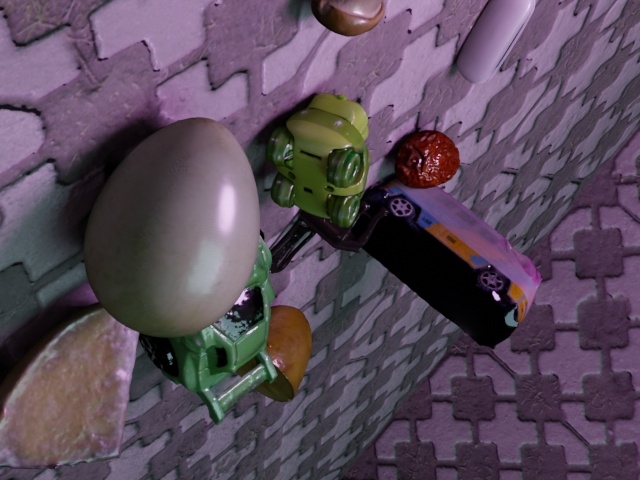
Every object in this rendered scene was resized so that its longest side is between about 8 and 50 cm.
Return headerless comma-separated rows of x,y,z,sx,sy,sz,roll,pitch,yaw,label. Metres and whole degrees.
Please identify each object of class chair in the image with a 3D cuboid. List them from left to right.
0.000,0.000,1.740,0.229,0.113,0.106,-54,156,12,chair

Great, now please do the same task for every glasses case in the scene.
0.308,-0.364,1.691,0.049,0.074,0.193,-16,143,-47,glasses case

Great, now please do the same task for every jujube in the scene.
0.208,-0.156,1.850,0.112,0.109,0.176,-19,177,26,jujube

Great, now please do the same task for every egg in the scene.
-0.184,-0.017,1.222,0.218,0.218,0.295,-15,129,-53,egg

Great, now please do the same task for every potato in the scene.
-0.384,0.195,1.407,0.189,0.211,0.264,11,89,-23,potato
-0.085,0.201,1.883,0.158,0.178,0.203,-55,149,-23,potato

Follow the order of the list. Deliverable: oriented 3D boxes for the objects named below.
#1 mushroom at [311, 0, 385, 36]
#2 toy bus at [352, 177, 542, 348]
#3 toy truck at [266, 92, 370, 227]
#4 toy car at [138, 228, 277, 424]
0.087,-0.398,1.170,0.128,0.128,0.350,-26,156,-41,mushroom
0.261,0.027,1.891,0.162,0.386,0.171,-37,158,-33,toy bus
0.014,-0.144,1.477,0.187,0.148,0.210,71,42,-66,toy truck
-0.164,0.128,1.570,0.213,0.176,0.358,-34,155,-31,toy car
